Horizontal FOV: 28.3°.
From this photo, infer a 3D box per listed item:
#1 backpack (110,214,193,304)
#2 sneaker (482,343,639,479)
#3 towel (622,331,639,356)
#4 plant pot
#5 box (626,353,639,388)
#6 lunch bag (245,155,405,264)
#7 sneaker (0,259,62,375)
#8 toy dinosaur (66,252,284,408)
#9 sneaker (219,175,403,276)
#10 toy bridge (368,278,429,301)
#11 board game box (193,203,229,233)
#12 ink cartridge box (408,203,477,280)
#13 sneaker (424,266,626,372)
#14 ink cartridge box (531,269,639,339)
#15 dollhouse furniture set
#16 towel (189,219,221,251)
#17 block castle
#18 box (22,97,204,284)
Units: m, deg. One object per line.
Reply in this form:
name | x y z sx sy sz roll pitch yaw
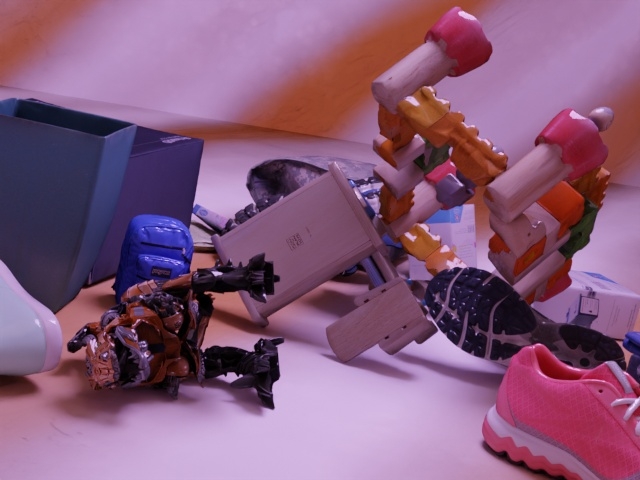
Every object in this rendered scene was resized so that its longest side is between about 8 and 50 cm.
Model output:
backpack | -0.210 0.031 1.650 0.098 0.120 0.101 9 12 -21
sneaker | 0.310 0.202 1.326 0.314 0.136 0.116 21 16 37
towel | 0.567 0.174 1.688 0.285 0.034 0.209 4 17 -31
plant pot | -0.343 -0.041 1.575 0.166 0.234 0.165 12 12 3
box | 0.559 0.214 1.721 0.183 0.059 0.233 3 15 -43
lunch bag | 0.024 -0.068 2.257 0.287 0.168 0.235 19 11 15
sneaker | -0.396 0.073 1.327 0.151 0.094 0.256 -2 17 -41
toy dinosaur | -0.158 0.086 1.409 0.219 0.164 0.322 -3 32 8
sneaker | 0.000 0.000 2.031 0.330 0.147 0.130 -10 22 -11
toy bridge | 0.166 0.081 2.038 0.188 0.026 0.063 9 11 -17
board game box | -0.159 -0.020 2.109 0.090 0.020 0.090 23 -13 47
ink cartridge box | 0.207 0.012 2.161 0.090 0.143 0.092 -1 2 33
sneaker | 0.264 0.136 1.683 0.283 0.110 0.122 30 -10 15
ink cartridge box | 0.401 0.096 2.070 0.191 0.082 0.139 7 12 -19
dollhouse furniture set | 0.029 0.080 1.781 0.286 0.198 0.303 61 6 23
towel | -0.218 -0.012 2.085 0.110 0.027 0.148 3 14 -41
block castle | 0.241 -0.088 1.781 0.303 0.213 0.453 46 -16 23
box | -0.386 -0.084 1.861 0.313 0.178 0.343 14 13 15
